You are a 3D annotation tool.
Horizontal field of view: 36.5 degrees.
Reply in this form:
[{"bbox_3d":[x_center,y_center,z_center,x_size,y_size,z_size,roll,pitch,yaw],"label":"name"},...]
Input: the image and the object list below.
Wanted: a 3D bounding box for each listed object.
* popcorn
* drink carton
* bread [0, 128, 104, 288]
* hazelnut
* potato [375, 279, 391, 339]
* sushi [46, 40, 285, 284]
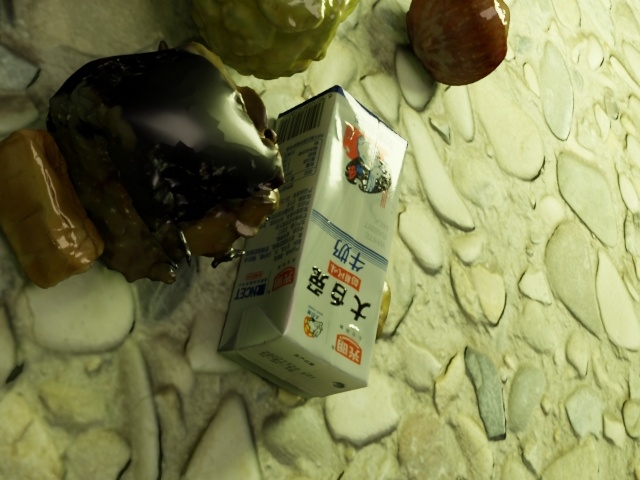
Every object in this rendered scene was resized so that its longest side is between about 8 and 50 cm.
[{"bbox_3d":[-0.044,-0.300,1.015,0.212,0.259,0.259,25,52,-1],"label":"popcorn"},{"bbox_3d":[0.000,0.000,1.038,0.130,0.107,0.315,34,53,-32],"label":"drink carton"},{"bbox_3d":[-0.237,-0.027,0.823,0.053,0.074,0.132,-29,99,-59],"label":"bread"},{"bbox_3d":[0.190,-0.290,1.338,0.143,0.143,0.154,-48,127,-45],"label":"hazelnut"},{"bbox_3d":[0.057,0.080,1.115,0.046,0.045,0.092,78,19,-55],"label":"potato"},{"bbox_3d":[-0.128,-0.081,0.885,0.204,0.213,0.200,-31,122,-34],"label":"sushi"}]
